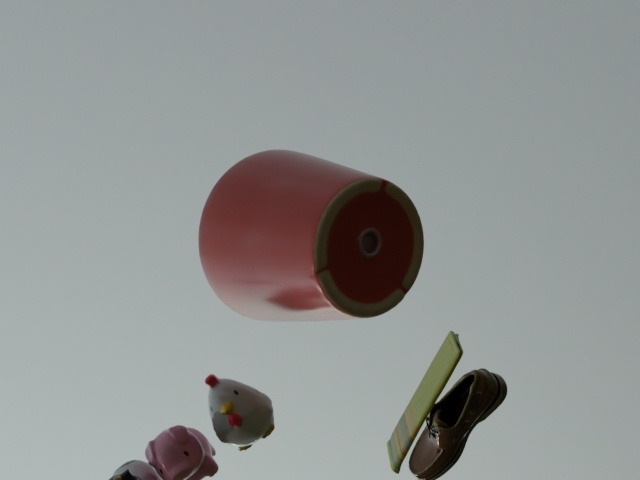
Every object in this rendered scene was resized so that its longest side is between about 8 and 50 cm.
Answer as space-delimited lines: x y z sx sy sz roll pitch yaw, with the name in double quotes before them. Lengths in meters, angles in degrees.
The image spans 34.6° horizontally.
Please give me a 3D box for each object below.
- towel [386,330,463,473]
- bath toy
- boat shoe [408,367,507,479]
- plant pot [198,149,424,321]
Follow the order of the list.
"towel" 0.174 0.267 1.696 0.021 0.102 0.237 25 -76 -9
"bath toy" -0.229 0.330 1.549 0.348 0.151 0.129 -38 -67 0
"boat shoe" 0.276 0.401 2.267 0.104 0.111 0.307 21 -72 -42
"plant pot" 0.000 0.000 1.491 0.275 0.243 0.275 -4 -84 -36
